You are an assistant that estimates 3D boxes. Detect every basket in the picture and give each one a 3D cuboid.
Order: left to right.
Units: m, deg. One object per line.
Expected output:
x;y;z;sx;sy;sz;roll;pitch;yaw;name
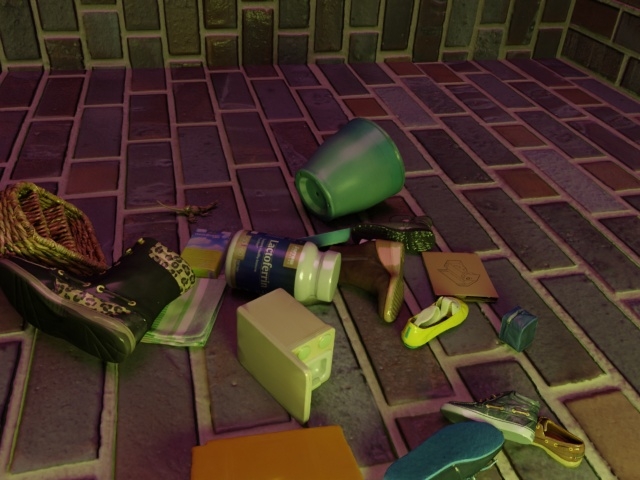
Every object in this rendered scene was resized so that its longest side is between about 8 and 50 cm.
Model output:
-0.695;-0.030;1.463;0.223;0.213;0.299;-23;41;-16;basket

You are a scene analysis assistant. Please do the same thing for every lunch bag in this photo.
0.455;0.201;1.364;0.067;0.098;0.065;-27;42;-29;lunch bag

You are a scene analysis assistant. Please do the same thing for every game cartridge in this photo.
-0.068;0.415;0.954;0.285;0.052;0.323;-3;12;-10;game cartridge

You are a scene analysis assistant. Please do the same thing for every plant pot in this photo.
0.070;-0.196;1.786;0.255;0.271;0.272;-34;47;-23;plant pot

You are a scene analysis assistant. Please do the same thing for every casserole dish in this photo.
0.000;0.000;1.630;0.188;0.037;0.114;-12;0;-19;casserole dish

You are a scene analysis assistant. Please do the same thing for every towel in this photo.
-0.407;0.151;1.409;0.325;0.038;0.248;6;34;3;towel

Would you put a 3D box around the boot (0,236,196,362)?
-0.498;0.093;1.328;0.377;0.138;0.284;22;38;18;boot

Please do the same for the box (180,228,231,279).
-0.311;0.036;1.580;0.109;0.042;0.178;7;34;4;box

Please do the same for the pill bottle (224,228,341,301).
-0.090;0.067;1.459;0.265;0.153;0.153;10;35;9;pill bottle

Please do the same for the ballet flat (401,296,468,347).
0.281;0.178;1.399;0.231;0.077;0.077;-25;41;-35;ballet flat

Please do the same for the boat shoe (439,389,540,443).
0.333;0.332;1.154;0.183;0.065;0.083;10;54;30;boat shoe

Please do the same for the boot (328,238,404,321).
0.107;0.105;1.505;0.207;0.090;0.248;-5;48;20;boot

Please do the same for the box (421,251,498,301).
0.369;0.094;1.575;0.164;0.021;0.201;2;32;-4;box

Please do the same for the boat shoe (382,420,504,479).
0.216;0.405;1.057;0.258;0.089;0.109;-13;28;-21;boat shoe

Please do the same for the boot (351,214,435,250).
0.211;-0.028;1.716;0.247;0.083;0.161;4;22;1;boot

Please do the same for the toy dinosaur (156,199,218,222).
-0.395;-0.090;1.767;0.183;0.053;0.092;-2;19;-22;toy dinosaur

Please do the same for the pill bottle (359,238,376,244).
0.164;0.033;1.611;0.116;0.065;0.065;14;36;16;pill bottle

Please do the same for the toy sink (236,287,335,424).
-0.056;0.233;1.221;0.131;0.152;0.234;-23;42;-34;toy sink

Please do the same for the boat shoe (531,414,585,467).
0.430;0.368;1.149;0.178;0.060;0.064;27;41;30;boat shoe
